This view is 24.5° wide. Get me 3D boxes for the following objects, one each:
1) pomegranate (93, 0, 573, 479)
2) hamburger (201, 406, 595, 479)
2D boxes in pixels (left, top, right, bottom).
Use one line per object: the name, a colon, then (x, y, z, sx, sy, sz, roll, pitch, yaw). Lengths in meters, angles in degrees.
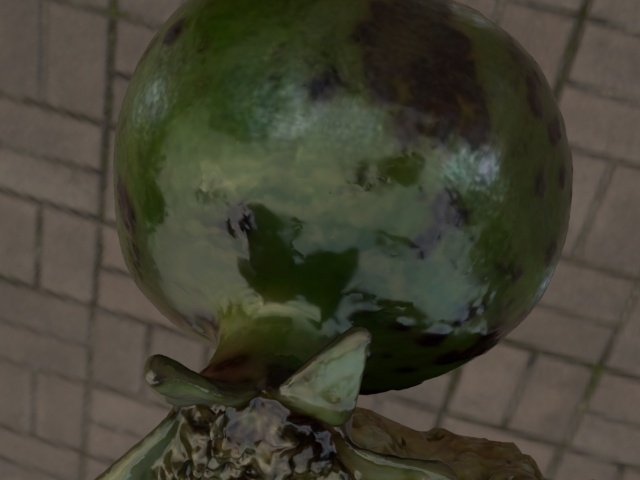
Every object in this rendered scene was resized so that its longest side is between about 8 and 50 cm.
pomegranate: (0.004, -0.005, 0.436, 0.148, 0.169, 0.148, -2, 136, -2)
hamburger: (-0.002, 0.202, 0.539, 0.195, 0.318, 0.276, 26, 104, 11)
